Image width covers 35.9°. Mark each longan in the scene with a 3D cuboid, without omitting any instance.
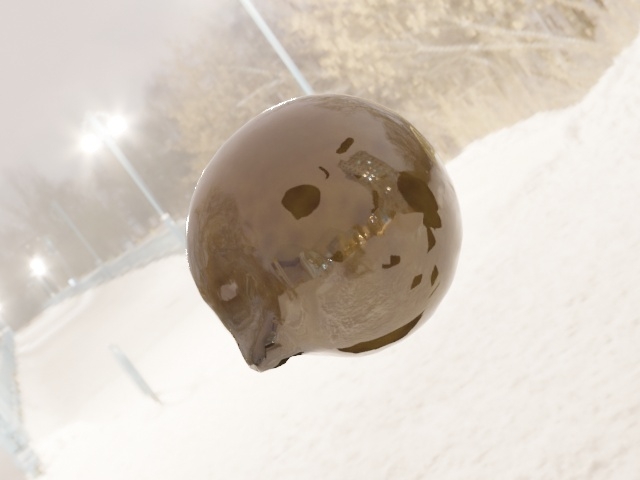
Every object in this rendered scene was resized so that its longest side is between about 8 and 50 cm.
[{"bbox_3d":[0.000,0.000,0.359,0.113,0.092,0.113,-21,43,21],"label":"longan"}]
